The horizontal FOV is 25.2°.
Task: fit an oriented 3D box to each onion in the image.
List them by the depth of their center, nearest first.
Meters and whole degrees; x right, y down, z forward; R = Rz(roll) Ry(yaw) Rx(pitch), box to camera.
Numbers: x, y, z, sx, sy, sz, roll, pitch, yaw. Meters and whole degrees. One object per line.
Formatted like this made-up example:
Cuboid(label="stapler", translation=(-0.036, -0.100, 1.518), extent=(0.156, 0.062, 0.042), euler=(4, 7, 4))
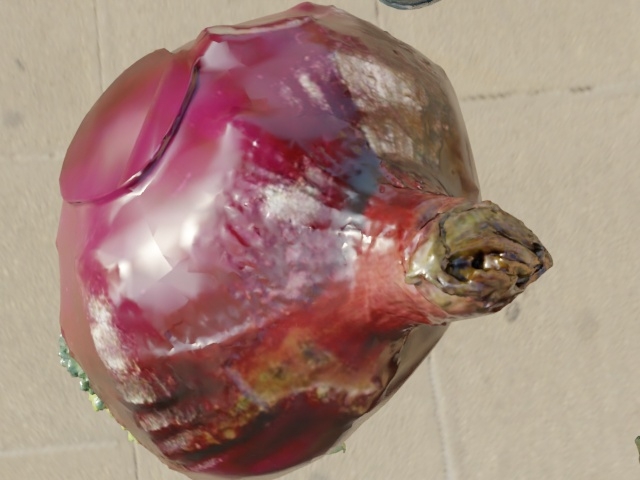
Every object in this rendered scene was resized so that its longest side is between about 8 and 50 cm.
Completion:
Cuboid(label="onion", translation=(-0.012, -0.009, 0.485), extent=(0.135, 0.198, 0.173), euler=(36, 70, -18))

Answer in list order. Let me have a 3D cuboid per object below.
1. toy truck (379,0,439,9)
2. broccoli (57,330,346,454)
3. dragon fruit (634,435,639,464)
Cuboid(label="toy truck", translation=(0.001, -0.145, 0.326), extent=(0.116, 0.191, 0.085), euler=(-45, 47, 14))
Cuboid(label="broccoli", translation=(-0.100, 0.058, 1.284), extent=(0.249, 0.302, 0.375), euler=(1, 38, 4))
Cuboid(label="dragon fruit", translation=(0.183, 0.187, 0.582), extent=(0.137, 0.135, 0.236), euler=(-39, 95, 6))
